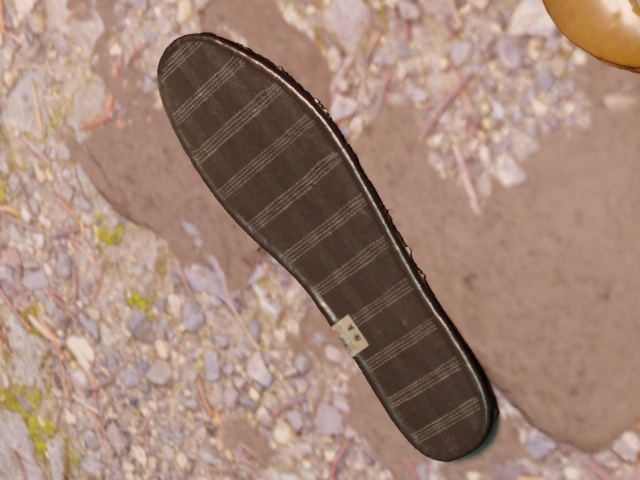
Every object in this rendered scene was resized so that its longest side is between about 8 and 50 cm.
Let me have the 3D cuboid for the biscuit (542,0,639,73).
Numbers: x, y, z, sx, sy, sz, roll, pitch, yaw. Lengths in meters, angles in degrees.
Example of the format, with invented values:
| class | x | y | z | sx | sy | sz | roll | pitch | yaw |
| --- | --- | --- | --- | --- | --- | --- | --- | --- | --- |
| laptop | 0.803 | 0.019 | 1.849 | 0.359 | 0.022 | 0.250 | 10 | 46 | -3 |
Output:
| class | x | y | z | sx | sy | sz | roll | pitch | yaw |
| --- | --- | --- | --- | --- | --- | --- | --- | --- | --- |
| biscuit | 0.209 | -0.177 | 0.550 | 0.301 | 0.049 | 0.197 | -38 | 66 | 30 |

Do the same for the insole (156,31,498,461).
| class | x | y | z | sx | sy | sz | roll | pitch | yaw |
| --- | --- | --- | --- | --- | --- | --- | --- | --- | --- |
| insole | 0.000 | 0.000 | 0.840 | 0.110 | 0.012 | 0.309 | -39 | 82 | 37 |
